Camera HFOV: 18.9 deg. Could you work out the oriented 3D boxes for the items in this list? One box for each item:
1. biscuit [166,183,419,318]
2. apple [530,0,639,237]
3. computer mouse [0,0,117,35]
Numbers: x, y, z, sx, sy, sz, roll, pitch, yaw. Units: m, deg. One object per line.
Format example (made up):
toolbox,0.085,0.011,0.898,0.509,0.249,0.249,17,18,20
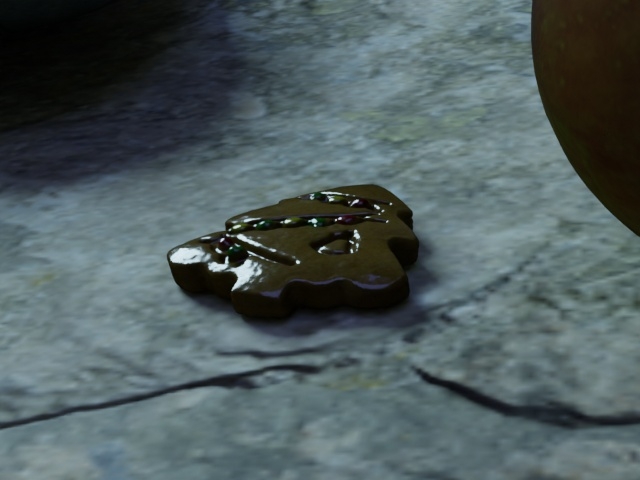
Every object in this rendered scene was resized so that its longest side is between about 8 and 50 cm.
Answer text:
biscuit,0.000,0.000,0.609,0.082,0.016,0.092,6,28,28
apple,0.152,-0.074,0.527,0.196,0.196,0.196,-5,23,2
computer mouse,-0.161,-0.159,0.900,0.203,0.114,0.374,-4,31,-1
